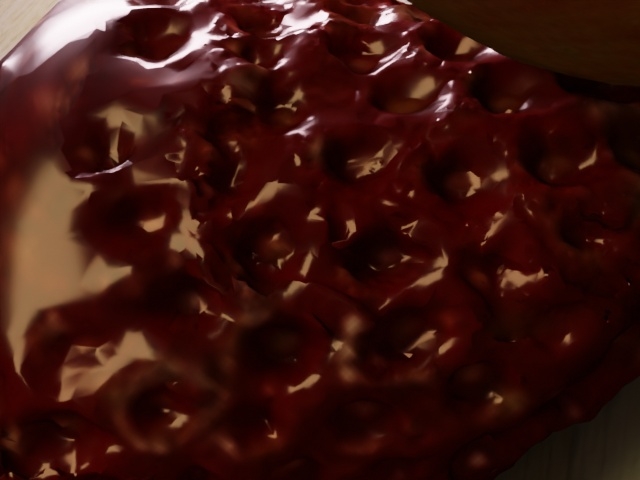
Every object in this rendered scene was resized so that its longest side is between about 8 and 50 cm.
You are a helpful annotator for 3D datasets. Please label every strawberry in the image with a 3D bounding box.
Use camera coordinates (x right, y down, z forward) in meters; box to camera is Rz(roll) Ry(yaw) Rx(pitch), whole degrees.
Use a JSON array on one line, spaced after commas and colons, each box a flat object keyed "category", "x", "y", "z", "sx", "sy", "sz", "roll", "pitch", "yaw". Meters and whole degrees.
[{"category": "strawberry", "x": 0.000, "y": 0.000, "z": 0.760, "sx": 0.345, "sy": 0.295, "sz": 0.317, "roll": -22, "pitch": 11, "yaw": 30}]

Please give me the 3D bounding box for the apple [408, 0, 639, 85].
[{"category": "apple", "x": 0.129, "y": -0.244, "z": 0.598, "sx": 0.346, "sy": 0.391, "sz": 0.391, "roll": -35, "pitch": 40, "yaw": 45}]
